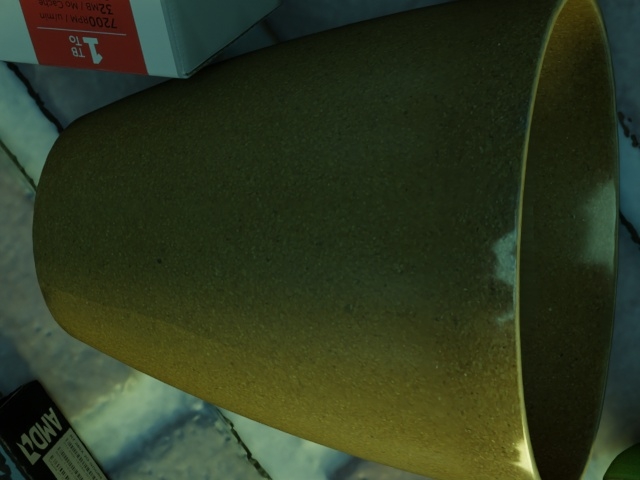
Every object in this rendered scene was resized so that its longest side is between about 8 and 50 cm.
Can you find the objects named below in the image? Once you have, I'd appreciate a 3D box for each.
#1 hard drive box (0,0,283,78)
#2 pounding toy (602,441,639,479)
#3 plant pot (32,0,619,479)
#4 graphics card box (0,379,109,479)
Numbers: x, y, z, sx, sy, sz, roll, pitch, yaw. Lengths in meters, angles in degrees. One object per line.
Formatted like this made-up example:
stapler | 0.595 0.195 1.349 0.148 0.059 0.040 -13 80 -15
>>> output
hard drive box | -0.131 -0.202 0.659 0.181 0.089 0.232 8 126 31
pounding toy | 0.270 0.130 0.729 0.237 0.183 0.110 28 77 0
plant pot | 0.000 0.000 0.702 0.254 0.237 0.237 1 102 21
graphics card box | -0.158 0.295 0.832 0.233 0.094 0.371 -34 97 12
